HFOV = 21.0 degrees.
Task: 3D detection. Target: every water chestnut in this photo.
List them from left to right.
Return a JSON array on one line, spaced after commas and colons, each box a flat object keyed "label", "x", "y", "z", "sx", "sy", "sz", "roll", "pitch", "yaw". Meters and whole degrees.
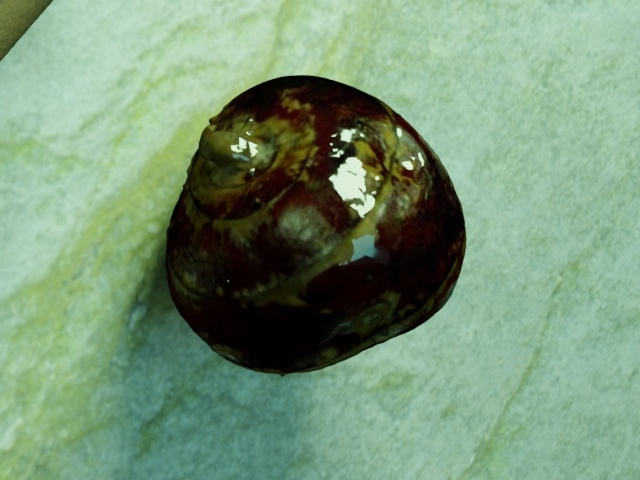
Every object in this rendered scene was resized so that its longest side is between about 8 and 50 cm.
[{"label": "water chestnut", "x": 0.000, "y": 0.000, "z": 1.284, "sx": 0.224, "sy": 0.223, "sz": 0.238, "roll": -52, "pitch": 143, "yaw": -24}]

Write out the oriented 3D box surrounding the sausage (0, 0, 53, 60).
[{"label": "sausage", "x": -0.227, "y": -0.177, "z": 1.096, "sx": 0.253, "sy": 0.123, "sz": 0.123, "roll": -55, "pitch": 129, "yaw": -23}]
